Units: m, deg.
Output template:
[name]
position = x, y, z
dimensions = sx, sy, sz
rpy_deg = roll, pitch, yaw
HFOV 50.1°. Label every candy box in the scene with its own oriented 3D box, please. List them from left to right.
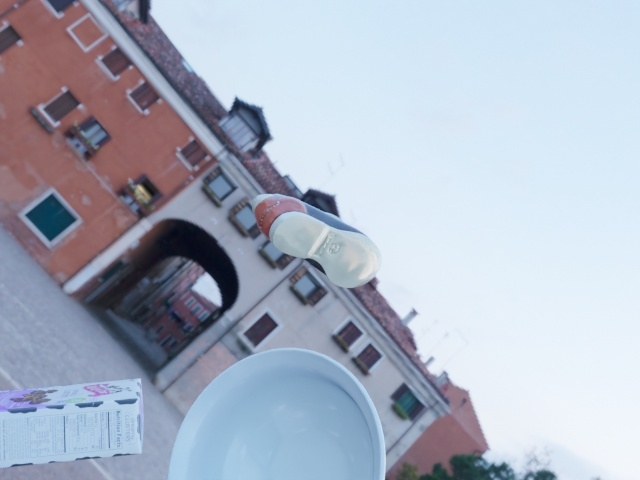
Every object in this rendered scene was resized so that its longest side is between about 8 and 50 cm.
[candy box]
position = -0.326, 0.228, 0.869
dimensions = 0.165, 0.197, 0.070
rpy_deg = 168, -80, -75

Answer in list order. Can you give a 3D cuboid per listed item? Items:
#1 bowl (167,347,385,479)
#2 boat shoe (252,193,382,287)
[bowl]
position = -0.036, 0.300, 0.879
dimensions = 0.298, 0.297, 0.134
rpy_deg = 36, -7, 37
[boat shoe]
position = 0.000, 0.000, 0.555
dimensions = 0.137, 0.049, 0.043
rpy_deg = 26, 13, -46
